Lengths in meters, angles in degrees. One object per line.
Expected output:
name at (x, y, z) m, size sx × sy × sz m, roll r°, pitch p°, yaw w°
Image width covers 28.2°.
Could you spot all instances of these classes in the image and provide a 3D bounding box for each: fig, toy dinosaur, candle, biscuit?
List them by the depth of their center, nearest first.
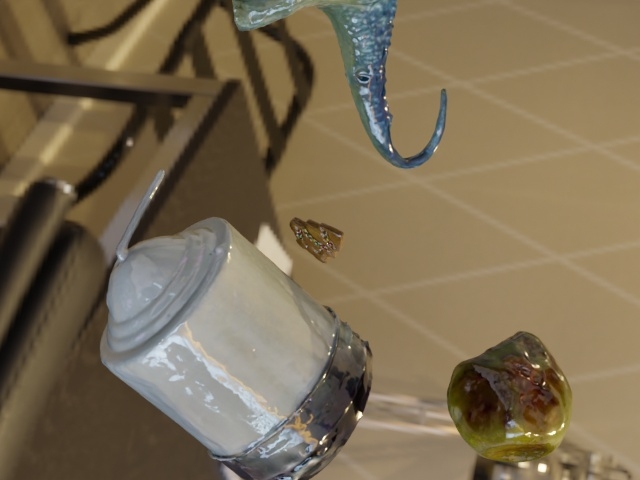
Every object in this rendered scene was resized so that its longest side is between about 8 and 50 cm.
toy dinosaur at (0.003, -0.198, 0.802) m, size 0.076 × 0.147 × 0.363 m, roll -85°, pitch 171°, yaw -57°
candle at (-0.114, 0.111, 1.432) m, size 0.342 × 0.221 × 0.221 m, roll 41°, pitch 51°, yaw -22°
fig at (0.226, 0.198, 1.505) m, size 0.154 × 0.144 × 0.166 m, roll -107°, pitch 177°, yaw -54°
biscuit at (0.000, 0.000, 1.733) m, size 0.082 × 0.092 × 0.016 m, roll 53°, pitch 57°, yaw -24°
